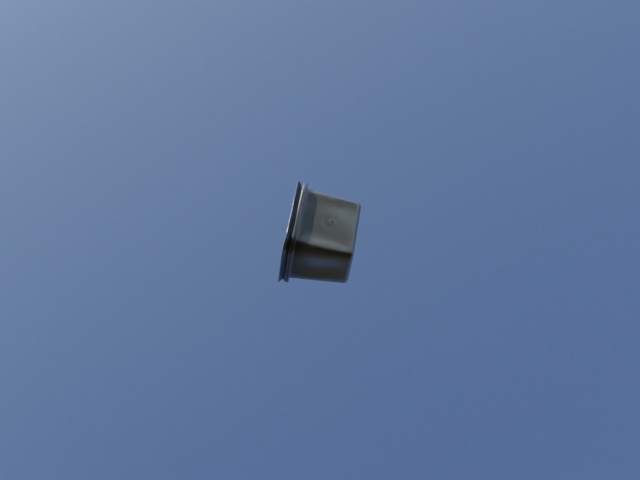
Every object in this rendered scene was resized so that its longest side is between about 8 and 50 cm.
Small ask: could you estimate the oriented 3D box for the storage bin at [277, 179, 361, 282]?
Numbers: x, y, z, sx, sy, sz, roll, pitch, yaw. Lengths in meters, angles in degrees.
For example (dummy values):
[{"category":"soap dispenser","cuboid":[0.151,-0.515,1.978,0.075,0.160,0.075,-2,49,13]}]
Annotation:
[{"category":"storage bin","cuboid":[0.000,0.000,1.303,0.091,0.135,0.098,11,-46,1]}]
